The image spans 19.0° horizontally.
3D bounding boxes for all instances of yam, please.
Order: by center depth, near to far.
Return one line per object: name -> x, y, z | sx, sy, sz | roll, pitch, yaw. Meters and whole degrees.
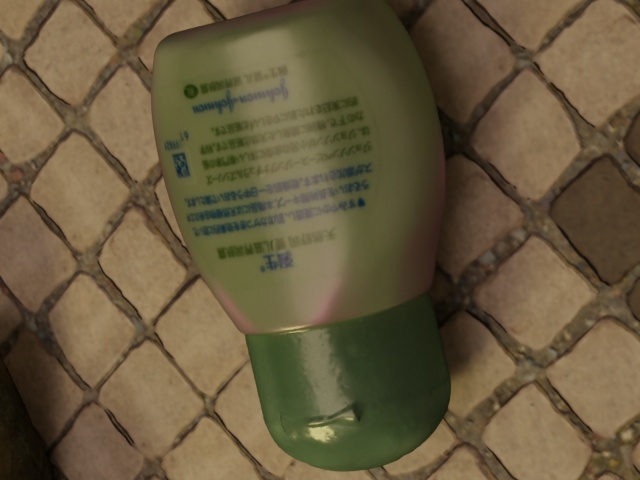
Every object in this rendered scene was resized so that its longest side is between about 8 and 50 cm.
yam -> -0.292, 0.194, 1.655 | 0.106, 0.106, 0.259 | 9, 132, 28

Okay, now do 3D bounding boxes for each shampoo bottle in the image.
shampoo bottle -> 0.000, 0.000, 1.416 | 0.222, 0.151, 0.349 | -11, 95, 25
